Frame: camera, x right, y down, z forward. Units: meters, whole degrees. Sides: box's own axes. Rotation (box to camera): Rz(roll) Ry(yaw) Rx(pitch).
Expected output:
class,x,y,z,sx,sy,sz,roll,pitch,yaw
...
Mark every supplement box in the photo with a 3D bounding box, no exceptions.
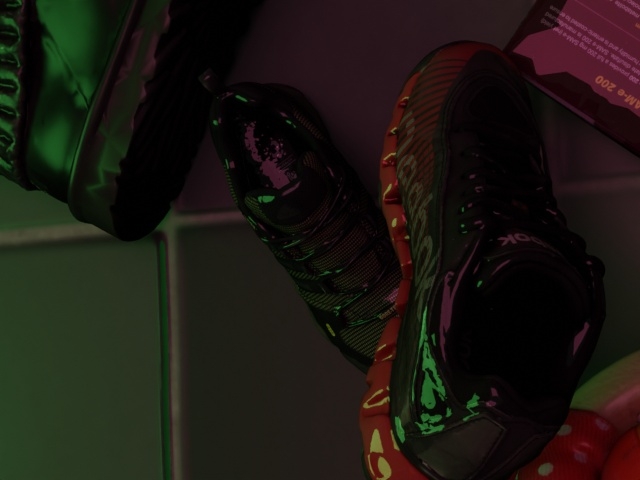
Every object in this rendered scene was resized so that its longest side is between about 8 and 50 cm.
class,x,y,z,sx,sy,sz,roll,pitch,yaw
supplement box,0.223,-0.161,1.017,0.130,0.073,0.239,37,97,20

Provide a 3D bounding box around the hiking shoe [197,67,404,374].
class,x,y,z,sx,sy,sz,roll,pitch,yaw
hiking shoe,0.000,0.000,1.057,0.086,0.114,0.227,-42,75,12

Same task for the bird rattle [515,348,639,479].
class,x,y,z,sx,sy,sz,roll,pitch,yaw
bird rattle,0.166,0.107,0.945,0.253,0.143,0.207,-26,35,4

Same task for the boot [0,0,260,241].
class,x,y,z,sx,sy,sz,roll,pitch,yaw
boot,-0.170,-0.194,1.121,0.260,0.131,0.348,25,94,19

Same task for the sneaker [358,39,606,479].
class,x,y,z,sx,sy,sz,roll,pitch,yaw
sneaker,0.088,0.003,0.930,0.097,0.135,0.276,17,59,-19
